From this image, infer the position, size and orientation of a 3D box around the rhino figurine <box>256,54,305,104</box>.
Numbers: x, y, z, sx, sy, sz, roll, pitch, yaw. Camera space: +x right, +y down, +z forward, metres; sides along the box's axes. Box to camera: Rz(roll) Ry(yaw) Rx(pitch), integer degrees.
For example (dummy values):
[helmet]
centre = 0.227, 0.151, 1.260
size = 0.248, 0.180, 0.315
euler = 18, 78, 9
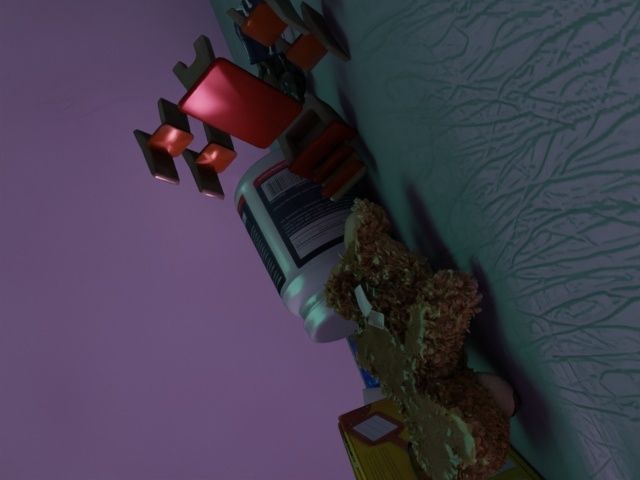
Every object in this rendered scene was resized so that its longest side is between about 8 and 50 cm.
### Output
[rhino figurine]
centre = -0.065, -0.283, 1.173
size = 0.243, 0.073, 0.106
euler = -124, 13, -60

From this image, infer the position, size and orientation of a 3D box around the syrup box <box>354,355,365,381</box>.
[syrup box]
centre = 0.169, 0.356, 1.516
size = 0.096, 0.093, 0.237
euler = 75, 171, -63

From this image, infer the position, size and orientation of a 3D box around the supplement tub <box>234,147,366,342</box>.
[supplement tub]
centre = 0.000, 0.000, 1.013
size = 0.272, 0.191, 0.191
euler = 61, 174, 23

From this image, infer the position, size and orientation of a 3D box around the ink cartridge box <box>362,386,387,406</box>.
[ink cartridge box]
centre = 0.163, 0.346, 1.325
size = 0.092, 0.143, 0.090
euler = 75, -172, -62

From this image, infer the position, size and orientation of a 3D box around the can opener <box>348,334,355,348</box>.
[can opener]
centre = 0.104, 0.230, 1.903
size = 0.059, 0.073, 0.186
euler = -12, -92, -86

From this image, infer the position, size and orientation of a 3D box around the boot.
[boot]
centre = -0.108, -0.385, 1.069
size = 0.069, 0.086, 0.190
euler = -120, 8, -58

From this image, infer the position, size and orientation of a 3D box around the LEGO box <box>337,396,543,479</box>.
[LEGO box]
centre = 0.204, 0.449, 0.836
size = 0.500, 0.193, 0.372
euler = -137, 28, -79

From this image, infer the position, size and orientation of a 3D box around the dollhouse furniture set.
[dollhouse furniture set]
centre = -0.061, -0.152, 0.836
size = 0.259, 0.262, 0.135
euler = 18, -144, -48

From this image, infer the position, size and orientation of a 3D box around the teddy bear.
[teddy bear]
centre = 0.110, 0.104, 0.732
size = 0.338, 0.113, 0.245
euler = 47, 139, 47

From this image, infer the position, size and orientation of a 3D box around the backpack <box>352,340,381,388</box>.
[backpack]
centre = 0.133, 0.239, 1.370
size = 0.120, 0.098, 0.101
euler = 65, 146, 23
